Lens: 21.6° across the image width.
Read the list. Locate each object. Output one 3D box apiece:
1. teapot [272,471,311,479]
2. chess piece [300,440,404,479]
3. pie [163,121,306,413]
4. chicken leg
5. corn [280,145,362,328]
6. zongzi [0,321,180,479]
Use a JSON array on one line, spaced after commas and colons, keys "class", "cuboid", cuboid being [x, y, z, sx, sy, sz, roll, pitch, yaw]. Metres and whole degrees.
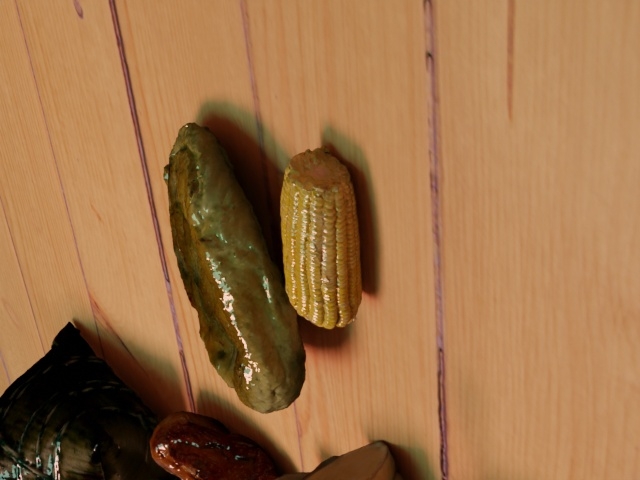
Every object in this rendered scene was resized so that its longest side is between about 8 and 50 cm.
[{"class": "teapot", "cuboid": [-0.024, 0.368, 1.761, 0.183, 0.183, 0.251, 41, 141, 39]}, {"class": "chess piece", "cuboid": [0.076, 0.356, 1.571, 0.124, 0.139, 0.307, -24, 104, 26]}, {"class": "pie", "cuboid": [-0.089, 0.030, 1.553, 0.277, 0.078, 0.277, 157, 90, -79]}, {"class": "chicken leg", "cuboid": [-0.117, 0.270, 1.954, 0.177, 0.083, 0.322, 51, 161, -29]}, {"class": "corn", "cuboid": [0.000, 0.000, 1.390, 0.085, 0.063, 0.165, -107, 10, -46]}, {"class": "zongzi", "cuboid": [-0.364, 0.314, 2.172, 0.383, 0.362, 0.319, 35, 167, 44]}]
